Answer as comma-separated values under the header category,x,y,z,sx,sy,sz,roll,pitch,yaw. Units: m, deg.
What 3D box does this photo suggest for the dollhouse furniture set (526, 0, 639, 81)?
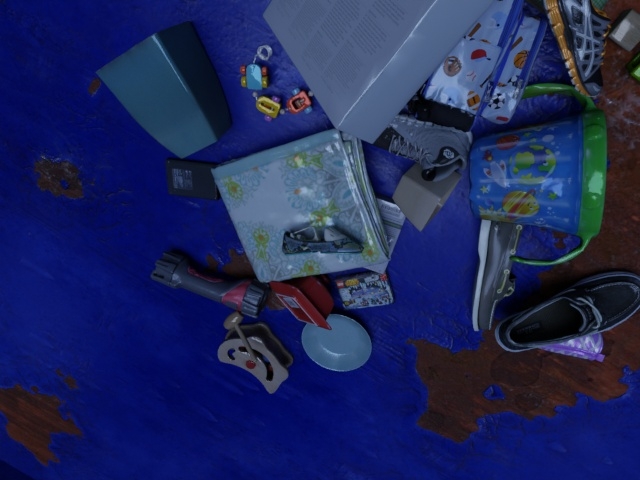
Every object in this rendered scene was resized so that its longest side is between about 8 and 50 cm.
category,x,y,z,sx,sy,sz,roll,pitch,yaw
dollhouse furniture set,0.501,-0.416,0.751,0.302,0.151,0.197,35,119,-4

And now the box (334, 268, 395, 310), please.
category,x,y,z,sx,sy,sz,roll,pitch,yaw
box,0.114,0.127,1.193,0.137,0.027,0.093,-12,112,19

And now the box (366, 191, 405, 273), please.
category,x,y,z,sx,sy,sz,roll,pitch,yaw
box,0.113,-0.024,1.111,0.145,0.038,0.186,19,118,6

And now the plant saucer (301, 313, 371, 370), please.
category,x,y,z,sx,sy,sz,roll,pitch,yaw
plant saucer,0.046,0.273,1.279,0.195,0.037,0.194,5,117,11

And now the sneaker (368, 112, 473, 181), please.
category,x,y,z,sx,sy,sz,roll,pitch,yaw
sneaker,0.192,-0.184,0.948,0.229,0.132,0.086,6,149,11

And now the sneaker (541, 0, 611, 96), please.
category,x,y,z,sx,sy,sz,roll,pitch,yaw
sneaker,0.437,-0.332,0.767,0.083,0.084,0.215,-21,127,30

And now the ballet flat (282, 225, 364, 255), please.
category,x,y,z,sx,sy,sz,roll,pitch,yaw
ballet flat,0.000,0.000,1.007,0.189,0.070,0.070,-2,116,20

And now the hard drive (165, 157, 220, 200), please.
category,x,y,z,sx,sy,sz,roll,pitch,yaw
hard drive,-0.318,-0.153,1.163,0.135,0.022,0.094,8,116,11

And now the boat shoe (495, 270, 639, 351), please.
category,x,y,z,sx,sy,sz,roll,pitch,yaw
boat shoe,0.552,0.166,1.005,0.335,0.119,0.121,-27,80,6

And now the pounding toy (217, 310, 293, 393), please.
category,x,y,z,sx,sy,sz,roll,pitch,yaw
pounding toy,-0.205,0.329,1.302,0.154,0.154,0.269,-31,105,21

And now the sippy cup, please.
category,x,y,z,sx,sy,sz,roll,pitch,yaw
sippy cup,0.408,-0.124,0.894,0.224,0.305,0.240,1,145,26

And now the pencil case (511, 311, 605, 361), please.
category,x,y,z,sx,sy,sz,roll,pitch,yaw
pencil case,0.549,0.227,1.100,0.206,0.088,0.086,7,117,10

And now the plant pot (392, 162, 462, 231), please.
category,x,y,z,sx,sy,sz,roll,pitch,yaw
plant pot,0.220,-0.106,0.997,0.096,0.109,0.109,37,143,13

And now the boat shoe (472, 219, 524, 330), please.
category,x,y,z,sx,sy,sz,roll,pitch,yaw
boat shoe,0.397,0.077,1.051,0.091,0.109,0.304,5,113,17

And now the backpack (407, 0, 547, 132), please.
category,x,y,z,sx,sy,sz,roll,pitch,yaw
backpack,0.261,-0.331,0.804,0.213,0.276,0.263,10,111,1

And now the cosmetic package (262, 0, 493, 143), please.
category,x,y,z,sx,sy,sz,roll,pitch,yaw
cosmetic package,0.068,-0.391,0.771,0.098,0.377,0.284,10,132,-41

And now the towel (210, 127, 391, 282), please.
category,x,y,z,sx,sy,sz,roll,pitch,yaw
towel,-0.046,-0.068,1.074,0.375,0.090,0.320,-11,108,26

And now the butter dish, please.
category,x,y,z,sx,sy,sz,roll,pitch,yaw
butter dish,-0.026,0.135,1.189,0.159,0.118,0.160,51,157,-21

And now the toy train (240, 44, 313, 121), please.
category,x,y,z,sx,sy,sz,roll,pitch,yaw
toy train,-0.094,-0.332,1.007,0.125,0.046,0.166,-32,108,24

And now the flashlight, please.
category,x,y,z,sx,sy,sz,roll,pitch,yaw
flashlight,-0.289,0.109,1.251,0.304,0.103,0.103,21,93,8

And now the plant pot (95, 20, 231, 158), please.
category,x,y,z,sx,sy,sz,roll,pitch,yaw
plant pot,-0.311,-0.312,1.006,0.166,0.165,0.234,-20,116,22
